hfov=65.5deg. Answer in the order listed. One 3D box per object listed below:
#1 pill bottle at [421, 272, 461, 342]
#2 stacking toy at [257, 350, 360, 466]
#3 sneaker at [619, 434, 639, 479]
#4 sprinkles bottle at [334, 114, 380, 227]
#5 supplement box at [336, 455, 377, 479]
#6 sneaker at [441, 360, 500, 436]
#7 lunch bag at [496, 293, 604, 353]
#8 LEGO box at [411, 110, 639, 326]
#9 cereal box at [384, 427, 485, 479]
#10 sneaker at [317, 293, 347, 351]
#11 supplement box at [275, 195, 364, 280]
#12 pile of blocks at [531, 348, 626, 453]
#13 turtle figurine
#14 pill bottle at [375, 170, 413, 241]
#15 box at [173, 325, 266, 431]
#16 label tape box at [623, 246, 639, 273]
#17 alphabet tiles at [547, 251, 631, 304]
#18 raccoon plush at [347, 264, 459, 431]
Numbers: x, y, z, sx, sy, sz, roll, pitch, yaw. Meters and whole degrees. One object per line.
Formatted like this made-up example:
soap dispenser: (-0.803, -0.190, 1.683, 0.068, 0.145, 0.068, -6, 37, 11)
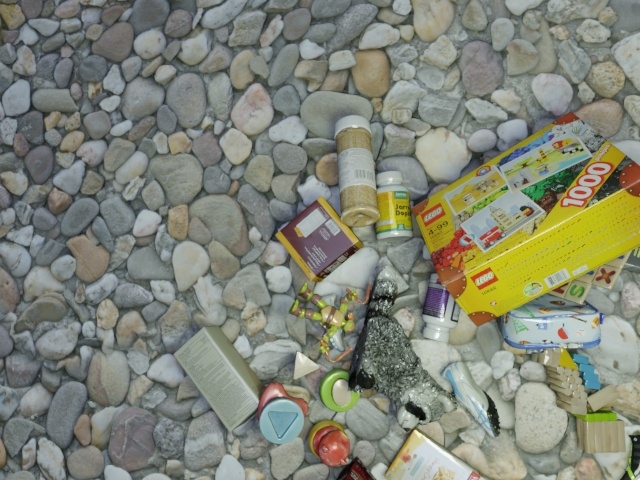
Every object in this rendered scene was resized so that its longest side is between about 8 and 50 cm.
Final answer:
pill bottle: (0.366, 0.202, 1.497, 0.108, 0.108, 0.193, 13, 85, 14)
stacking toy: (-0.015, 0.504, 1.478, 0.309, 0.130, 0.279, 27, 84, -10)
sneaker: (0.878, 0.580, 1.359, 0.234, 0.084, 0.097, -47, 52, 2)
sprinkles bottle: (0.110, -0.219, 1.556, 0.122, 0.121, 0.354, -8, 62, 12)
supplement box: (0.106, 0.718, 1.416, 0.073, 0.239, 0.130, -44, 76, 4)
sneaker: (0.445, 0.469, 1.465, 0.086, 0.085, 0.237, -38, 78, 32)
lunch bag: (0.607, 0.205, 1.340, 0.244, 0.303, 0.114, -4, 100, 11)
LEGO box: (0.536, -0.061, 1.310, 0.501, 0.372, 0.193, -32, 121, 17)
cereal box: (0.335, 0.695, 1.467, 0.240, 0.047, 0.172, 32, 90, 15)
sneaker: (0.052, 0.257, 1.583, 0.083, 0.071, 0.190, -21, 78, 3)
supplement box: (0.000, 0.000, 1.597, 0.194, 0.129, 0.191, -40, 76, 5)
pile of blocks: (0.718, 0.416, 1.396, 0.149, 0.112, 0.361, -25, 85, -4)
turtle figurine: (0.027, 0.215, 1.522, 0.218, 0.087, 0.269, 30, 72, -3)
pill bottle: (0.225, -0.106, 1.567, 0.118, 0.117, 0.208, -6, 81, 12)
box: (-0.314, 0.439, 1.611, 0.148, 0.121, 0.311, -41, 76, 5)
label tape box: (0.908, -0.038, 1.407, 0.348, 0.115, 0.248, 17, 86, 16)
alphabet tiles: (0.686, 0.019, 1.357, 0.011, 0.342, 0.284, 28, 90, -19)
raccoon plush: (0.268, 0.316, 1.452, 0.300, 0.216, 0.445, 16, 85, -1)
